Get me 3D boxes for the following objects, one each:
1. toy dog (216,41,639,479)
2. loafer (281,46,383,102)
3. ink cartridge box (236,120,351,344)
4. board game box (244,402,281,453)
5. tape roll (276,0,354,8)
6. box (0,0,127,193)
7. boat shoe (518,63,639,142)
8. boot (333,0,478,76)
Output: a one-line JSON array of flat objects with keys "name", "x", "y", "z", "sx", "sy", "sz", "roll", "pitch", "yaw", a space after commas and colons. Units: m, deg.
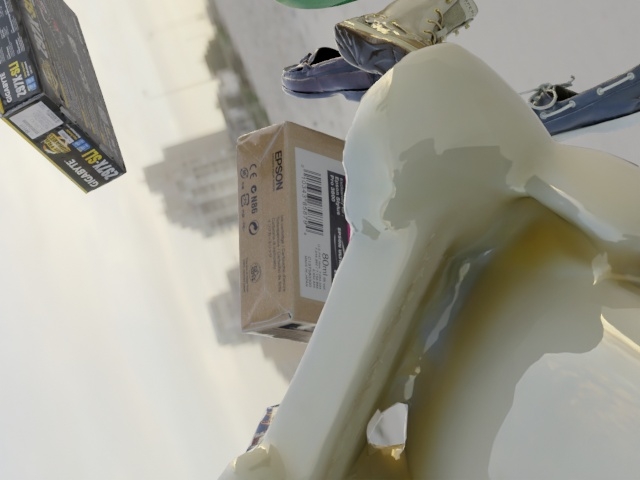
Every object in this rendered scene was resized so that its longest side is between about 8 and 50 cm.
[{"name": "toy dog", "x": 0.197, "y": 0.153, "z": 0.563, "sx": 0.408, "sy": 0.284, "sz": 0.395, "roll": 31, "pitch": -177, "yaw": 34}, {"name": "loafer", "x": 0.033, "y": -0.293, "z": 2.197, "sx": 0.303, "sy": 0.109, "sz": 0.095, "roll": 15, "pitch": 124, "yaw": 54}, {"name": "ink cartridge box", "x": 0.000, "y": 0.000, "z": 1.503, "sx": 0.193, "sy": 0.088, "sz": 0.234, "roll": 13, "pitch": -112, "yaw": -45}, {"name": "board game box", "x": -0.028, "y": 0.362, "z": 1.777, "sx": 0.165, "sy": 0.042, "sz": 0.243, "roll": -61, "pitch": -48, "yaw": -71}, {"name": "tape roll", "x": 0.057, "y": -0.427, "z": 1.703, "sx": 0.321, "sy": 0.321, "sz": 0.077, "roll": 70, "pitch": 175, "yaw": -74}, {"name": "box", "x": -0.401, "y": -0.259, "z": 1.873, "sx": 0.322, "sy": 0.079, "sz": 0.257, "roll": 68, "pitch": -170, "yaw": 27}, {"name": "boat shoe", "x": 0.306, "y": -0.163, "z": 1.625, "sx": 0.095, "sy": 0.255, "sz": 0.079, "roll": -27, "pitch": -79, "yaw": -51}, {"name": "boot", "x": 0.140, "y": -0.256, "z": 1.626, "sx": 0.213, "sy": 0.165, "sz": 0.077, "roll": 34, "pitch": 147, "yaw": 42}]
